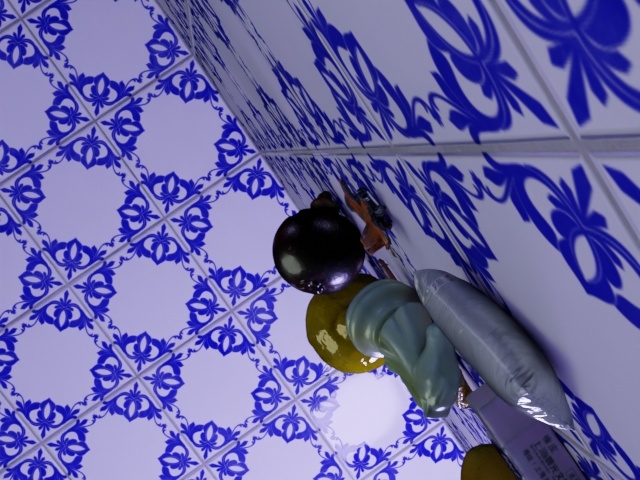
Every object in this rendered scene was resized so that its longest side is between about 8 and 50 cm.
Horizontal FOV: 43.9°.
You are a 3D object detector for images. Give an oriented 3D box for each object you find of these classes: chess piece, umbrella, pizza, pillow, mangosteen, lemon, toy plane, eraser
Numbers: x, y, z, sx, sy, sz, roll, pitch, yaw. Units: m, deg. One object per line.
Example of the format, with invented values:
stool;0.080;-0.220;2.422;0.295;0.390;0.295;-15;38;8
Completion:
chess piece;0.182;0.207;1.559;0.175;0.176;0.298;57;172;-34
umbrella;0.178;0.110;1.784;0.025;0.027;0.165;-35;87;42
pizza;0.267;0.259;1.740;0.271;0.056;0.134;59;180;2
pillow;0.217;0.132;0.993;0.144;0.078;0.254;45;-176;-39
mangosteen;0.000;0.000;1.911;0.228;0.228;0.265;60;-145;-58
lemon;0.089;0.220;2.103;0.285;0.285;0.316;53;157;29
toy plane;0.080;-0.053;1.359;0.135;0.062;0.188;59;-171;-50
eraser;0.348;0.356;1.269;0.287;0.086;0.130;55;177;1

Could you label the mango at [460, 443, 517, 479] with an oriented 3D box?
mango;0.401;0.571;1.546;0.378;0.221;0.264;62;171;7
